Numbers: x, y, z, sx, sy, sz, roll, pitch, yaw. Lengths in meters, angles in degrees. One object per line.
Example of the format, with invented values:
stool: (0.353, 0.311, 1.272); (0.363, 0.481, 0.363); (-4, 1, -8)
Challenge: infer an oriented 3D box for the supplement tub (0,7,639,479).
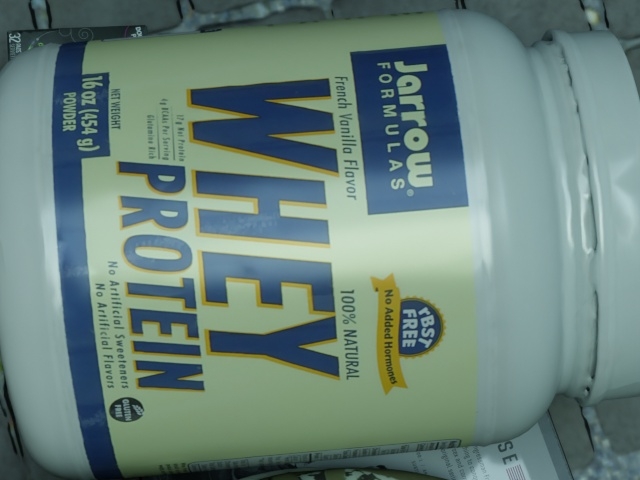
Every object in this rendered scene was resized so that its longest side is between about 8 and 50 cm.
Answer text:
supplement tub: (0.000, 0.000, 0.994); (0.325, 0.235, 0.235); (-5, 77, -1)

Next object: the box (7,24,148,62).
box: (-0.142, -0.091, 1.108); (0.083, 0.052, 0.062); (-3, 77, -6)

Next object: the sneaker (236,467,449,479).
sneaker: (-0.046, 0.181, 0.910); (0.410, 0.182, 0.158); (-3, 75, -34)

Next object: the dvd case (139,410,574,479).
dvd case: (0.033, 0.171, 1.073); (0.239, 0.029, 0.179); (-17, 79, -10)
